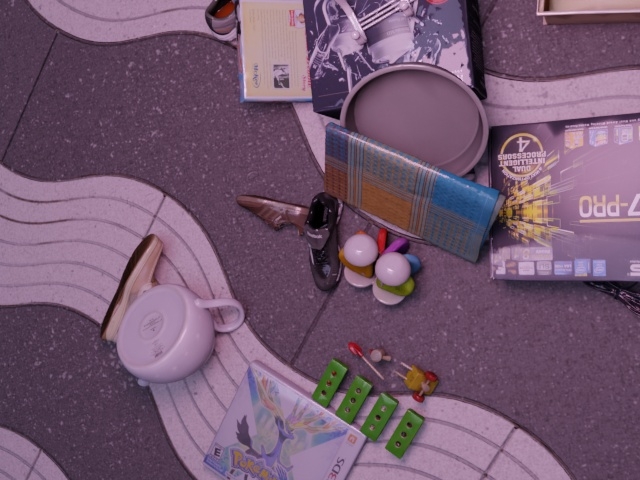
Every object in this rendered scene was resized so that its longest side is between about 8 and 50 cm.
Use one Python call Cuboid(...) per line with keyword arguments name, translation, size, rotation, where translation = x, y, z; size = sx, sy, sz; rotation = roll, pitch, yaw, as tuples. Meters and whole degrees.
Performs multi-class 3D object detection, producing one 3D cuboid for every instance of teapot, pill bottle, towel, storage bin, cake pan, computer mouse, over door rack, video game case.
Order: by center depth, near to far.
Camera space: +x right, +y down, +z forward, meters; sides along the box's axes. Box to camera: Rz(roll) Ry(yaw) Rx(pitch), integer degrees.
Cuboid(name="over door rack", translation=(0.100, -0.577, 1.461), size=(0.239, 0.108, 0.324), rotation=(-26, 82, 19))
Cuboid(name="storage bin", translation=(0.566, -0.555, 1.465), size=(0.262, 0.123, 0.260), rotation=(4, 94, 21))
Cuboid(name="computer mouse", translation=(0.631, 0.004, 1.503), size=(0.184, 0.060, 0.262), rotation=(27, 102, 30))
Cuboid(name="cake pan", translation=(0.186, -0.232, 1.511), size=(0.293, 0.054, 0.293), rotation=(9, 135, 9))
Cuboid(name="towel", translation=(0.176, -0.097, 1.548), size=(0.370, 0.271, 0.040), rotation=(26, 67, 11))
Cuboid(name="pill bottle", translation=(0.291, -0.154, 1.614), size=(0.067, 0.067, 0.120), rotation=(-12, 88, 21))
Cuboid(name="video game case", translation=(-0.088, 0.493, 1.800), size=(0.329, 0.036, 0.300), rotation=(29, 102, 17))
Cuboid(name="teapot", translation=(-0.340, 0.234, 1.814), size=(0.256, 0.187, 0.252), rotation=(7, 67, 37))

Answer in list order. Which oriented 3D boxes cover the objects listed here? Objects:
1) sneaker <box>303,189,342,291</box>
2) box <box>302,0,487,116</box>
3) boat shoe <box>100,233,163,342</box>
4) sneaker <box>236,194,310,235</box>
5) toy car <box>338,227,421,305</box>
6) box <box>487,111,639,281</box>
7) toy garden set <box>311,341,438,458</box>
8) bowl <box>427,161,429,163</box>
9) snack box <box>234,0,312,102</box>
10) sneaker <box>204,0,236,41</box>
Cuboid(name="sneaker", translation=(0.000, 0.000, 1.709), size=(0.078, 0.106, 0.234), rotation=(4, 94, 21))
Cuboid(name="box", translation=(0.156, -0.435, 1.596), size=(0.343, 0.179, 0.313), rotation=(-6, 91, 21))
Cuboid(name="boat shoe", translation=(-0.450, 0.126, 1.898), size=(0.098, 0.109, 0.302), rotation=(22, 102, -22))
Cuboid(name="sneaker", translation=(-0.116, -0.061, 1.773), size=(0.188, 0.066, 0.071), rotation=(13, 98, 20))
Cuboid(name="toy car", translation=(0.137, 0.043, 1.655), size=(0.182, 0.159, 0.136), rotation=(30, 66, 17))
Cuboid(name="box", translation=(0.528, -0.079, 1.478), size=(0.395, 0.097, 0.318), rotation=(0, 92, 31))
Cuboid(name="toy garden set", translation=(0.131, 0.333, 1.707), size=(0.244, 0.049, 0.204), rotation=(32, 104, 17))
Cuboid(name="bowl", translation=(0.159, -0.215, 1.643), size=(0.170, 0.080, 0.170), rotation=(4, 115, 8))
Cuboid(name="snack box", translation=(-0.093, -0.470, 1.694), size=(0.187, 0.060, 0.322), rotation=(-3, 93, -18))
Cuboid(name="sneaker", translation=(-0.160, -0.579, 1.741), size=(0.100, 0.108, 0.271), rotation=(42, 95, 15))
